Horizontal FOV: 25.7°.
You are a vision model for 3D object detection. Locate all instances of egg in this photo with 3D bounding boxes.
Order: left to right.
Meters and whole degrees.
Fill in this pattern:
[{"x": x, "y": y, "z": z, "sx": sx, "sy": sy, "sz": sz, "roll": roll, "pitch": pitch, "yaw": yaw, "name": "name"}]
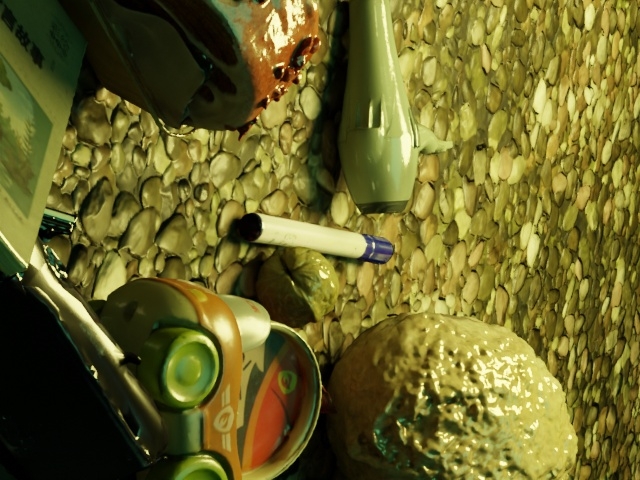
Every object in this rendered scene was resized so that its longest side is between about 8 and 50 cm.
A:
[{"x": 0.138, "y": 0.209, "z": 1.550, "sx": 0.310, "sy": 0.279, "sz": 0.279, "roll": 28, "pitch": 74, "yaw": -41, "name": "egg"}]

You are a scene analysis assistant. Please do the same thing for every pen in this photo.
[{"x": 0.000, "y": 0.000, "z": 1.486, "sx": 0.269, "sy": 0.033, "sz": 0.033, "roll": 9, "pitch": 90, "yaw": -58, "name": "pen"}]

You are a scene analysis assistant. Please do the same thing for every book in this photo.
[{"x": -0.237, "y": -0.135, "z": 0.935, "sx": 0.214, "sy": 0.025, "sz": 0.282, "roll": 57, "pitch": 20, "yaw": -36, "name": "book"}]

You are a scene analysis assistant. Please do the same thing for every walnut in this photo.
[{"x": -0.023, "y": 0.047, "z": 1.416, "sx": 0.092, "sy": 0.092, "sz": 0.092, "roll": -21, "pitch": 115, "yaw": -54, "name": "walnut"}]

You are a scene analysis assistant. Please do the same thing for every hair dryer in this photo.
[{"x": 0.083, "y": -0.169, "z": 1.560, "sx": 0.267, "sy": 0.092, "sz": 0.229, "roll": -48, "pitch": 131, "yaw": -61, "name": "hair dryer"}]

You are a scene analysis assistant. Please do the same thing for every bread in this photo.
[{"x": -0.107, "y": -0.188, "z": 1.105, "sx": 0.142, "sy": 0.212, "sz": 0.224, "roll": -54, "pitch": 138, "yaw": -29, "name": "bread"}]

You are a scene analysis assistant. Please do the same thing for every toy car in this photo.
[{"x": -0.095, "y": 0.135, "z": 1.224, "sx": 0.235, "sy": 0.145, "sz": 0.235, "roll": -12, "pitch": 108, "yaw": -41, "name": "toy car"}]

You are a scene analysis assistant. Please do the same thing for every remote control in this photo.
[{"x": -0.241, "y": 0.040, "z": 0.981, "sx": 0.062, "sy": 0.145, "sz": 0.398, "roll": -98, "pitch": 162, "yaw": -55, "name": "remote control"}]

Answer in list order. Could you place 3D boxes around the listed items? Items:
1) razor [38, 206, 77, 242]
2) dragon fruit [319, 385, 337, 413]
[{"x": -0.259, "y": 0.091, "z": 1.094, "sx": 0.082, "sy": 0.042, "sz": 0.253, "roll": 15, "pitch": 86, "yaw": -39, "name": "razor"}, {"x": -0.065, "y": 0.148, "z": 1.414, "sx": 0.092, "sy": 0.122, "sz": 0.192, "roll": -41, "pitch": 152, "yaw": 11, "name": "dragon fruit"}]
